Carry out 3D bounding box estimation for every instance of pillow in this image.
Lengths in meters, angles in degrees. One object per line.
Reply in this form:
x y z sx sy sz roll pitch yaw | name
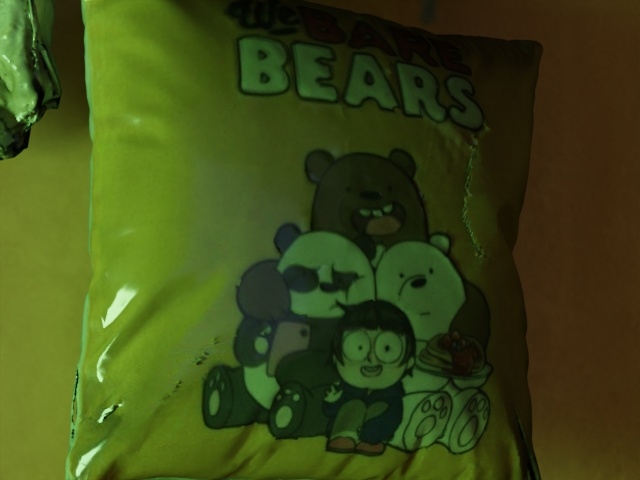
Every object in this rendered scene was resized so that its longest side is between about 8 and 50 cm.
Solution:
0.000 0.000 1.003 0.310 0.119 0.312 7 74 -23 | pillow

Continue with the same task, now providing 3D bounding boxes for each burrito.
-0.174 -0.157 0.987 0.058 0.063 0.229 26 60 -51 | burrito
